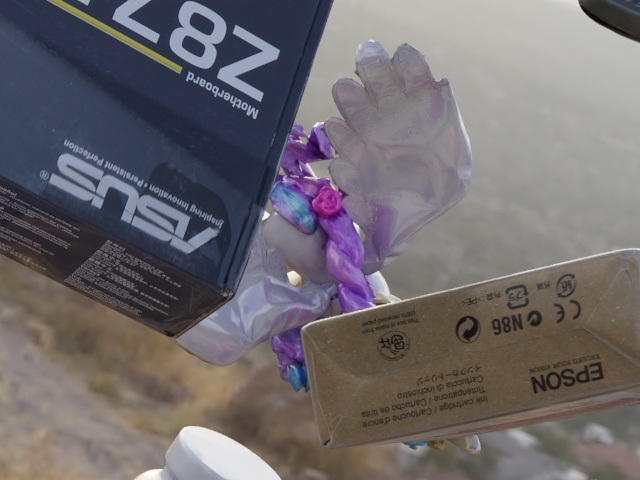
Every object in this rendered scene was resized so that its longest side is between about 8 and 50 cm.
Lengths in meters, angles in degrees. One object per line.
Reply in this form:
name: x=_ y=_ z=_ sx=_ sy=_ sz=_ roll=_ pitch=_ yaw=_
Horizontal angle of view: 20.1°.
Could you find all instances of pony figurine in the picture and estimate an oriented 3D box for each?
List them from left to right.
pony figurine: x=0.000 y=0.000 z=1.557 sx=0.351 sy=0.303 sz=0.363 roll=56 pitch=-3 yaw=-36

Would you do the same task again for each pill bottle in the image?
pill bottle: x=-0.155 y=0.327 z=1.821 sx=0.153 sy=0.264 sz=0.153 roll=32 pitch=11 yaw=-7

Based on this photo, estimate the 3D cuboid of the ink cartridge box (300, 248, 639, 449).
ink cartridge box: x=0.135 y=0.075 z=1.191 sx=0.235 sy=0.088 sz=0.193 roll=-15 pitch=-12 yaw=26

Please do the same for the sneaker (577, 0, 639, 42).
sneaker: x=0.273 y=-0.122 z=1.243 sx=0.228 sy=0.130 sz=0.087 roll=11 pitch=49 yaw=-9

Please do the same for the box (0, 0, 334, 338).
box: x=-0.190 y=-0.169 z=1.046 sx=0.395 sy=0.318 sz=0.097 roll=28 pitch=-31 yaw=-17
